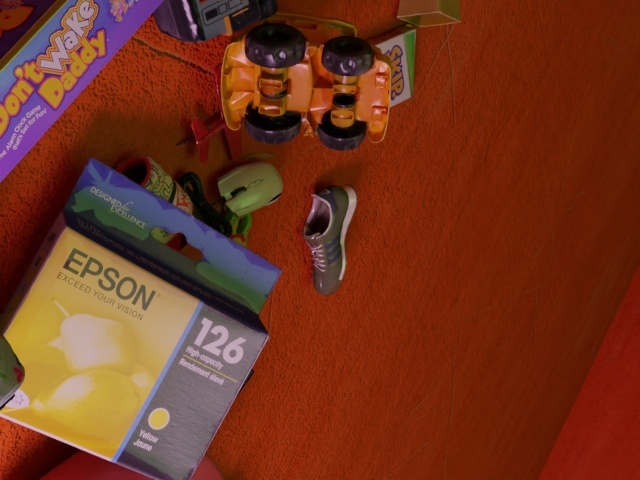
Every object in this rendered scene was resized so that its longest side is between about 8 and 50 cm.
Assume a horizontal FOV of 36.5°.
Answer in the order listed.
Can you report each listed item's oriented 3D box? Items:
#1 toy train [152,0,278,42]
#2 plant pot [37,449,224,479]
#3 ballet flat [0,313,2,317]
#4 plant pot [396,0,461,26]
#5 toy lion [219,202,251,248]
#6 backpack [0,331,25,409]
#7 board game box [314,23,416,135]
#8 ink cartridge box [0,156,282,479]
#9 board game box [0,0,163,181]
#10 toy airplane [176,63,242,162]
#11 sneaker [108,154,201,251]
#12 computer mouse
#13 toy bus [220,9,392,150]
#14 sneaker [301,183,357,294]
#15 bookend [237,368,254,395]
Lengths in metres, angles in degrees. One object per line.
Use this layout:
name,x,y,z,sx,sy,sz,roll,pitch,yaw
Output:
toy train,-0.136,-0.395,1.138,0.190,0.142,0.334,-35,134,-26
plant pot,-0.267,0.384,1.292,0.243,0.274,0.275,-49,143,-43
ballet flat,-0.401,0.084,1.118,0.168,0.057,0.052,75,21,-46
plant pot,0.181,-0.407,1.612,0.081,0.081,0.083,3,88,-54
toy lion,-0.134,-0.001,1.447,0.100,0.034,0.096,-58,152,-14
backpack,-0.417,0.131,0.931,0.225,0.253,0.191,-38,115,-33
board game box,0.082,-0.266,1.593,0.259,0.039,0.124,-34,134,-44
ink cartridge box,-0.218,0.108,1.167,0.303,0.072,0.307,32,84,-29
board game box,-0.322,-0.181,0.905,0.347,0.233,0.078,-54,144,-20
toy airplane,-0.138,-0.165,1.348,0.151,0.028,0.151,-28,128,-43
sneaker,-0.268,0.019,1.222,0.270,0.090,0.145,-56,142,-21
computer mouse,-0.113,-0.074,1.391,0.193,0.042,0.106,-32,91,-48
toy bus,-0.008,-0.239,1.320,0.211,0.220,0.150,-78,174,-50
sneaker,0.000,0.000,1.606,0.086,0.064,0.192,-4,111,-45
bookend,-0.195,0.141,1.327,0.072,0.156,0.157,-54,143,-19
